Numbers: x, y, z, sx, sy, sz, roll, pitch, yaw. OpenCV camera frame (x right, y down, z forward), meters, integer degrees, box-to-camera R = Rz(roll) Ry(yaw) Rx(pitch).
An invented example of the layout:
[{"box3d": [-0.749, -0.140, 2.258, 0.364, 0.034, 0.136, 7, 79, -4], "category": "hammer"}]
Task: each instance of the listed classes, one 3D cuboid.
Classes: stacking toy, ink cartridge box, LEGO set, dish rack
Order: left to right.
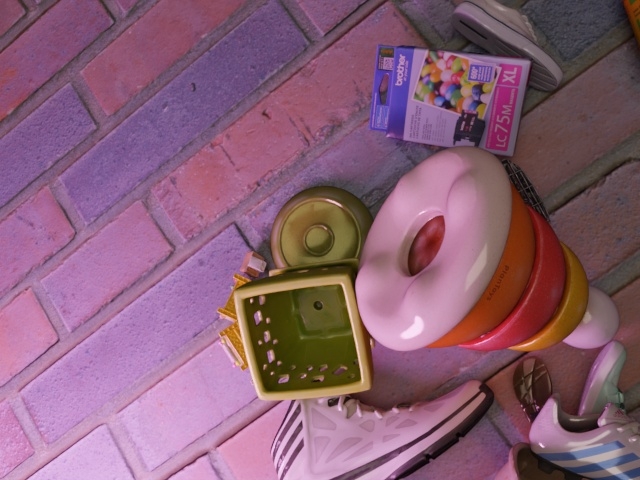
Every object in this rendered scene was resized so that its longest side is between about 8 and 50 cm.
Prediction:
[{"box3d": [-0.168, 0.174, 1.351, 0.132, 0.107, 0.287, -8, 76, -21], "category": "LEGO set"}, {"box3d": [0.245, -0.283, 1.244, 0.310, 0.065, 0.186, 13, 113, 20], "category": "ink cartridge box"}, {"box3d": [0.303, -0.028, 1.240, 0.271, 0.074, 0.208, -27, 80, 9], "category": "dish rack"}, {"box3d": [0.333, 0.086, 1.082, 0.479, 0.350, 0.351, 26, 93, -23], "category": "stacking toy"}]

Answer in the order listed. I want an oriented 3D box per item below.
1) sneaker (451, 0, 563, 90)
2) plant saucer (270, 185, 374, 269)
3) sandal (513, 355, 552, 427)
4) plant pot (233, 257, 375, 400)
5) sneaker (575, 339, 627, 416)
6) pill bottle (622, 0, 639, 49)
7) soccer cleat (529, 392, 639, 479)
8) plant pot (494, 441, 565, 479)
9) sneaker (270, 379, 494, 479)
[{"box3d": [0.385, -0.405, 1.240, 0.258, 0.094, 0.091, 41, 77, 6], "category": "sneaker"}, {"box3d": [0.000, 0.000, 1.334, 0.240, 0.037, 0.241, -1, 85, 15], "category": "plant saucer"}, {"box3d": [0.418, 0.310, 1.187, 0.072, 0.049, 0.180, -22, 77, 25], "category": "sandal"}, {"box3d": [-0.013, 0.156, 1.217, 0.226, 0.207, 0.229, -9, 102, 15], "category": "plant pot"}, {"box3d": [0.549, 0.315, 1.127, 0.151, 0.094, 0.256, 17, 99, 21], "category": "sneaker"}, {"box3d": [0.638, -0.440, 1.150, 0.136, 0.136, 0.246, -17, 81, 13], "category": "pill bottle"}, {"box3d": [0.518, 0.355, 1.029, 0.330, 0.116, 0.143, 15, 98, 19], "category": "soccer cleat"}, {"box3d": [0.329, 0.577, 1.071, 0.305, 0.333, 0.334, -44, 76, 18], "category": "plant pot"}, {"box3d": [0.095, 0.340, 1.212, 0.447, 0.169, 0.258, -33, 65, -1], "category": "sneaker"}]
